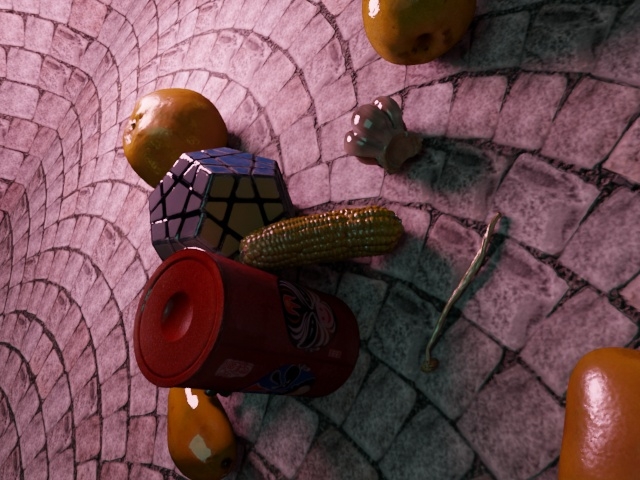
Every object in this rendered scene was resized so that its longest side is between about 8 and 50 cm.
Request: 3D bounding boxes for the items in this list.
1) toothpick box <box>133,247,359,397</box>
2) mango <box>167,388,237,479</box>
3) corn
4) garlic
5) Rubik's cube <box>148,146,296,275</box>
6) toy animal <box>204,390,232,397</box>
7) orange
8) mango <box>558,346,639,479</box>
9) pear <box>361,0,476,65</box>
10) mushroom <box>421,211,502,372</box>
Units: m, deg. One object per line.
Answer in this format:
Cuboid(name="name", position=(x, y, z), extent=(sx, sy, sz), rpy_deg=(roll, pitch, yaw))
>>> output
Cuboid(name="toothpick box", position=(-0.106, 0.152, 0.804), extent=(0.204, 0.333, 0.204), rpy_deg=(-16, 64, 34))
Cuboid(name="mango", position=(-0.252, 0.377, 0.978), extent=(0.253, 0.113, 0.138), rpy_deg=(46, 111, 44))
Cuboid(name="corn", position=(0.000, 0.000, 0.855), extent=(0.292, 0.101, 0.101), rpy_deg=(-12, 58, -8))
Cuboid(name="garlic", position=(0.102, -0.216, 0.935), extent=(0.131, 0.127, 0.194), rpy_deg=(-50, 30, 16))
Cuboid(name="Rubik's cube", position=(-0.189, -0.037, 0.988), extent=(0.319, 0.319, 0.263), rpy_deg=(34, 122, 41))
Cuboid(name="toy animal", position=(-0.216, 0.213, 1.020), extent=(0.245, 0.114, 0.146), rpy_deg=(42, 98, 16))
Cuboid(name="orange", position=(-0.376, -0.258, 1.244), extent=(0.279, 0.235, 0.278), rpy_deg=(-23, 54, 36))
Cuboid(name="mango", position=(0.358, 0.244, 0.530), extent=(0.176, 0.139, 0.254), rpy_deg=(-6, 63, 44))
Cuboid(name="pear", position=(0.180, -0.442, 0.902), extent=(0.209, 0.209, 0.208), rpy_deg=(-15, 64, 34))
Cuboid(name="mushroom", position=(0.225, 0.081, 0.779), extent=(0.028, 0.026, 0.285), rpy_deg=(23, 86, 25))
